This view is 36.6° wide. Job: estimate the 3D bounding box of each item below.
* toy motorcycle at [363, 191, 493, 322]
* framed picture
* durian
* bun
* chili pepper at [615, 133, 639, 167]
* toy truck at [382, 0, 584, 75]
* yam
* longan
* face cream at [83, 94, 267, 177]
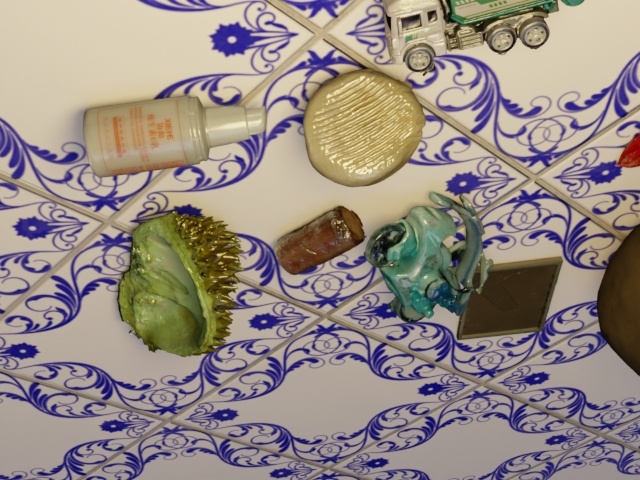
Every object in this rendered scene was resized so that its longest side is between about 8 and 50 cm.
[{"bbox_3d":[0.187,0.028,1.653,0.206,0.154,0.260,-34,138,-5],"label":"toy motorcycle"},{"bbox_3d":[0.366,0.119,1.900,0.184,0.016,0.250,-7,142,-2],"label":"framed picture"},{"bbox_3d":[-0.245,0.098,1.643,0.198,0.163,0.394,11,145,-20],"label":"durian"},{"bbox_3d":[0.062,-0.160,1.389,0.173,0.166,0.113,0,-174,0],"label":"bun"},{"bbox_3d":[0.547,-0.162,1.540,0.059,0.050,0.191,15,149,-32],"label":"chili pepper"},{"bbox_3d":[0.204,-0.307,1.237,0.253,0.114,0.124,-12,130,4],"label":"toy truck"},{"bbox_3d":[-0.001,-0.001,1.623,0.141,0.079,0.079,-28,139,25],"label":"yam"},{"bbox_3d":[0.672,0.096,1.681,0.404,0.336,0.404,-38,167,-11],"label":"longan"},{"bbox_3d":[-0.199,-0.153,1.360,0.252,0.101,0.101,-8,143,-1],"label":"face cream"}]
